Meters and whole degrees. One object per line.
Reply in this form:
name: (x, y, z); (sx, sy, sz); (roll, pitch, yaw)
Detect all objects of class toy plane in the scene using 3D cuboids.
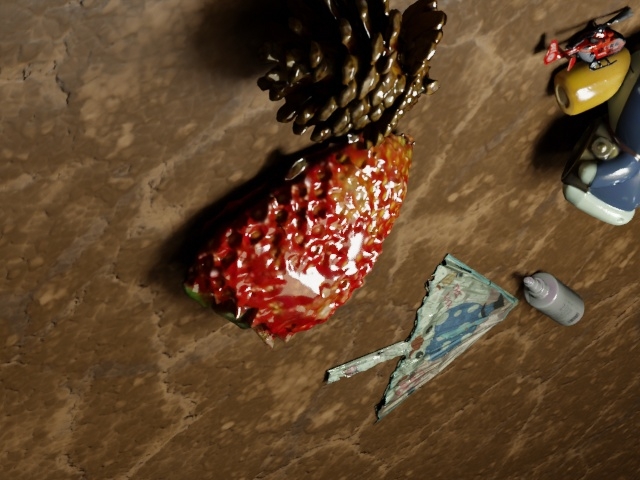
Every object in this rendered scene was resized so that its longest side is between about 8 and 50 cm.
toy plane: (0.326, -0.238, 1.830); (0.145, 0.037, 0.060); (-21, 143, -29)

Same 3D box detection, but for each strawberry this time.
strawberry: (0.000, 0.000, 1.720); (0.306, 0.138, 0.233); (-41, 149, 9)

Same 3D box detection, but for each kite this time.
kite: (0.159, 0.149, 2.222); (0.368, 0.014, 0.406); (-19, 146, -30)

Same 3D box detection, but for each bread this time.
bread: (0.345, -0.198, 1.881); (0.103, 0.049, 0.062); (-23, 118, -20)

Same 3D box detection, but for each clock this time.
clock: (0.421, -0.149, 1.944); (0.243, 0.146, 0.199); (-57, 177, 38)

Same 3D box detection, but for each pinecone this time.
pinecone: (0.027, -0.177, 1.477); (0.195, 0.150, 0.179); (-10, 141, -38)

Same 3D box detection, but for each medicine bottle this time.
medicine bottle: (0.347, 0.083, 2.287); (0.057, 0.058, 0.199); (-43, 150, 11)
